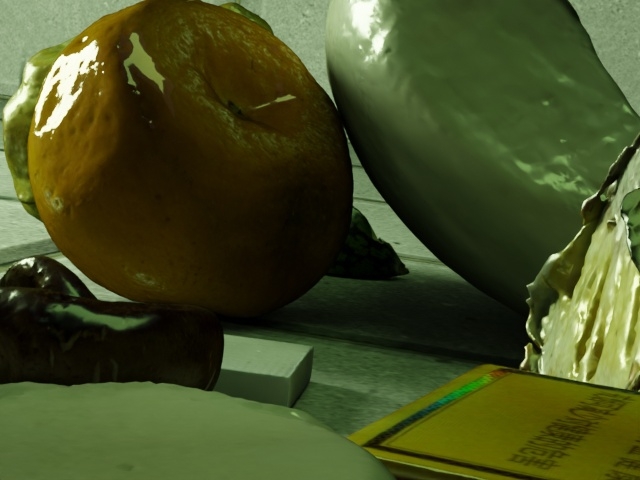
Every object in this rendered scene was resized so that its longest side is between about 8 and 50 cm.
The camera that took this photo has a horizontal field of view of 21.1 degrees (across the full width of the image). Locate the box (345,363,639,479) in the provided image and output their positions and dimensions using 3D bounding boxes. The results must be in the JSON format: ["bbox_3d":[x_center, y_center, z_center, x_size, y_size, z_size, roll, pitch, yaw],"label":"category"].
[{"bbox_3d":[0.166,0.119,0.596,0.301,0.084,0.193,9,9,21],"label":"box"}]

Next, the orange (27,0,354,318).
[{"bbox_3d":[-0.097,-0.041,1.232,0.249,0.183,0.249,29,37,-24],"label":"orange"}]

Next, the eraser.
[{"bbox_3d":[-0.084,0.070,0.998,0.150,0.023,0.104,7,8,7],"label":"eraser"}]

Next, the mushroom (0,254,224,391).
[{"bbox_3d":[-0.126,0.055,0.873,0.135,0.080,0.170,16,0,-35],"label":"mushroom"}]

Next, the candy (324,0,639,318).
[{"bbox_3d":[0.151,-0.055,1.300,0.386,0.186,0.427,45,3,0],"label":"candy"}]

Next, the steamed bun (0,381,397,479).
[{"bbox_3d":[-0.056,0.104,0.455,0.182,0.106,0.183,3,9,0],"label":"steamed bun"}]

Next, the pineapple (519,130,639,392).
[{"bbox_3d":[0.179,0.034,0.855,0.114,0.186,0.236,6,1,-7],"label":"pineapple"}]

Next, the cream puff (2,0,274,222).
[{"bbox_3d":[-0.126,-0.067,1.437,0.282,0.282,0.185,-1,51,-44],"label":"cream puff"}]

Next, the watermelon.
[{"bbox_3d":[-0.003,-0.012,1.509,0.087,0.069,0.163,-2,13,-44],"label":"watermelon"}]
